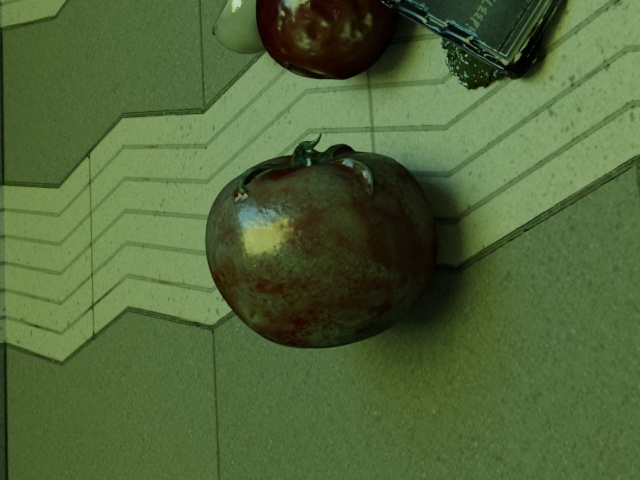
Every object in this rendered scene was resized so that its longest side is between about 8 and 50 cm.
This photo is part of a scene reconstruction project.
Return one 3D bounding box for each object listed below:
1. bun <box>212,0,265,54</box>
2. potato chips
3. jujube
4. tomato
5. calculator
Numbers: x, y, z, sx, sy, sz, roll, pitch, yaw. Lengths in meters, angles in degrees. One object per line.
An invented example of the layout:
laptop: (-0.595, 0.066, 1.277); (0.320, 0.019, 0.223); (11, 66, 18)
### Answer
bun: (-0.093, -0.376, 2.074); (0.172, 0.120, 0.173); (-58, 9, 15)
potato chips: (0.219, -0.259, 1.696); (0.209, 0.026, 0.142); (54, 131, 44)
jujube: (0.023, -0.391, 1.850); (0.223, 0.223, 0.318); (18, 94, 55)
tomato: (0.000, 0.000, 1.744); (0.317, 0.317, 0.282); (11, 111, 55)
calculator: (0.194, -0.339, 1.667); (0.274, 0.028, 0.165); (38, 102, 36)
